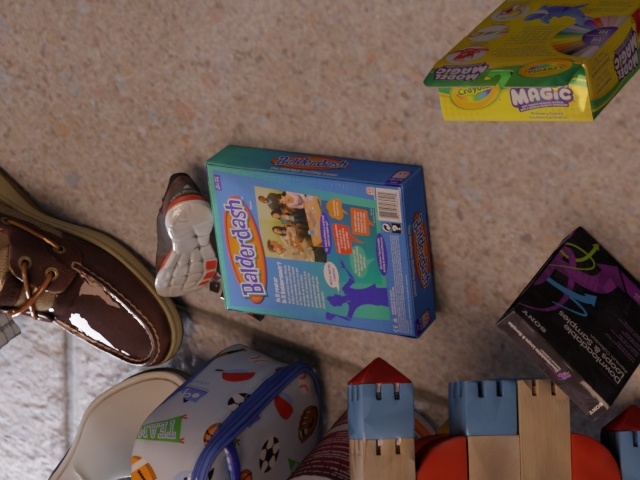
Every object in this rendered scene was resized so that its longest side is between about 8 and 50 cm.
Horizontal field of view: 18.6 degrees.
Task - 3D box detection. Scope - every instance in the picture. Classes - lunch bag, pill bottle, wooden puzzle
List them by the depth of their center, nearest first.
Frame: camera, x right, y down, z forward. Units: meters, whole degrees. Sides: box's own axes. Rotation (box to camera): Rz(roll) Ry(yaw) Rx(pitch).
[{"bbox_3d":[0.024,0.255,1.871,0.121,0.221,0.121,15,125,24],"label":"pill bottle"},{"bbox_3d":[-0.095,0.274,1.942,0.115,0.243,0.303,14,124,24],"label":"lunch bag"},{"bbox_3d":[-0.073,0.050,1.946,0.083,0.006,0.049,31,129,12],"label":"wooden puzzle"}]

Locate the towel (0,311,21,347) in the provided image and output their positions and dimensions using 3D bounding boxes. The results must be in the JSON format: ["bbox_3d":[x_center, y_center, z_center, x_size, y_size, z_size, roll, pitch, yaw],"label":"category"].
[{"bbox_3d":[-0.479,0.088,2.038,0.121,0.283,0.235,-23,103,40],"label":"towel"}]

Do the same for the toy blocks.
[{"bbox_3d":[0.164,0.234,1.754,0.191,0.381,0.261,161,109,-75],"label":"toy blocks"}]

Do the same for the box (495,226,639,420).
[{"bbox_3d":[0.227,0.068,1.670,0.116,0.162,0.029,44,131,0],"label":"box"}]

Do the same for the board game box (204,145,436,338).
[{"bbox_3d":[0.000,0.000,1.840,0.210,0.047,0.160,8,119,27],"label":"board game box"}]

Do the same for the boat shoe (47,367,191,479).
[{"bbox_3d":[-0.208,0.231,2.101,0.112,0.095,0.335,52,128,13],"label":"boat shoe"}]

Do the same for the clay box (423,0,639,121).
[{"bbox_3d":[0.181,-0.146,1.526,0.127,0.222,0.053,2,119,31],"label":"clay box"}]

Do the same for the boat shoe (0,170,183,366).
[{"bbox_3d":[-0.302,0.034,2.000,0.342,0.123,0.123,37,131,7],"label":"boat shoe"}]

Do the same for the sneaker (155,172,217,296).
[{"bbox_3d":[-0.135,-0.007,1.927,0.158,0.061,0.065,107,151,-49],"label":"sneaker"}]
